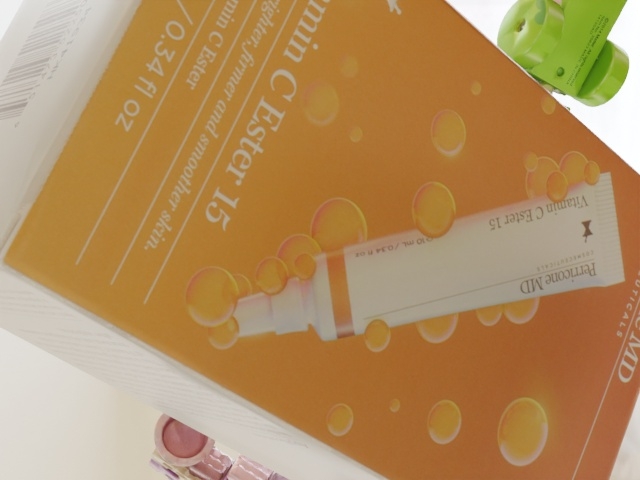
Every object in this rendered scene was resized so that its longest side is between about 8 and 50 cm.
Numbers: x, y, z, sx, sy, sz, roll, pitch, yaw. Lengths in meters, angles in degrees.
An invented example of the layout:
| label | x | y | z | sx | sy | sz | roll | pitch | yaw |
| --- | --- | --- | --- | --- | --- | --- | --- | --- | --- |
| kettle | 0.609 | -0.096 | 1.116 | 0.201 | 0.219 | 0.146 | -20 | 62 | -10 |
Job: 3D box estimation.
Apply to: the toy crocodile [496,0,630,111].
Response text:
| label | x | y | z | sx | sy | sz | roll | pitch | yaw |
| --- | --- | --- | --- | --- | --- | --- | --- | --- | --- |
| toy crocodile | 0.189 | -0.122 | 1.112 | 0.115 | 0.341 | 0.105 | 18 | -169 | -30 |

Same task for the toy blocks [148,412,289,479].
| label | x | y | z | sx | sy | sz | roll | pitch | yaw |
| --- | --- | --- | --- | --- | --- | --- | --- | --- | --- |
| toy blocks | -0.054 | 0.256 | 1.284 | 0.288 | 0.309 | 0.260 | 32 | 156 | 1 |

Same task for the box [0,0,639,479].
| label | x | y | z | sx | sy | sz | roll | pitch | yaw |
| --- | --- | --- | --- | --- | --- | --- | --- | --- | --- |
| box | 0.000 | 0.000 | 0.609 | 0.345 | 0.215 | 0.168 | 34 | 161 | -31 |
